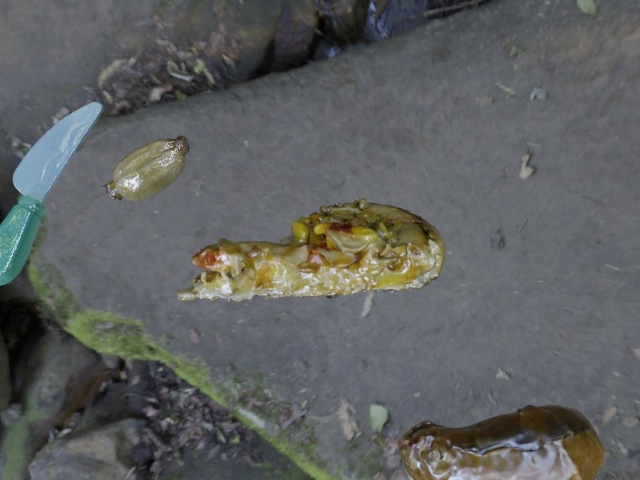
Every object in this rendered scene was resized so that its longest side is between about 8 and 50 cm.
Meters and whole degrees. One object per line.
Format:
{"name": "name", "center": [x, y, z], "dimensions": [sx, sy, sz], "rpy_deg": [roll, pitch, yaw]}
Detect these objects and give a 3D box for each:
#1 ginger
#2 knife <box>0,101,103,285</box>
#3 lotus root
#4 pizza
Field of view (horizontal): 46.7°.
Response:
{"name": "ginger", "center": [0.286, 0.335, 1.123], "dimensions": [0.321, 0.172, 0.165], "rpy_deg": [0, 118, -10]}
{"name": "knife", "center": [-0.340, -0.066, 0.887], "dimensions": [0.063, 0.035, 0.261], "rpy_deg": [16, 67, 9]}
{"name": "lotus root", "center": [-0.245, -0.097, 1.046], "dimensions": [0.150, 0.062, 0.073], "rpy_deg": [-29, 64, 16]}
{"name": "pizza", "center": [0.000, 0.000, 0.852], "dimensions": [0.287, 0.251, 0.074], "rpy_deg": [-4, 103, 11]}
